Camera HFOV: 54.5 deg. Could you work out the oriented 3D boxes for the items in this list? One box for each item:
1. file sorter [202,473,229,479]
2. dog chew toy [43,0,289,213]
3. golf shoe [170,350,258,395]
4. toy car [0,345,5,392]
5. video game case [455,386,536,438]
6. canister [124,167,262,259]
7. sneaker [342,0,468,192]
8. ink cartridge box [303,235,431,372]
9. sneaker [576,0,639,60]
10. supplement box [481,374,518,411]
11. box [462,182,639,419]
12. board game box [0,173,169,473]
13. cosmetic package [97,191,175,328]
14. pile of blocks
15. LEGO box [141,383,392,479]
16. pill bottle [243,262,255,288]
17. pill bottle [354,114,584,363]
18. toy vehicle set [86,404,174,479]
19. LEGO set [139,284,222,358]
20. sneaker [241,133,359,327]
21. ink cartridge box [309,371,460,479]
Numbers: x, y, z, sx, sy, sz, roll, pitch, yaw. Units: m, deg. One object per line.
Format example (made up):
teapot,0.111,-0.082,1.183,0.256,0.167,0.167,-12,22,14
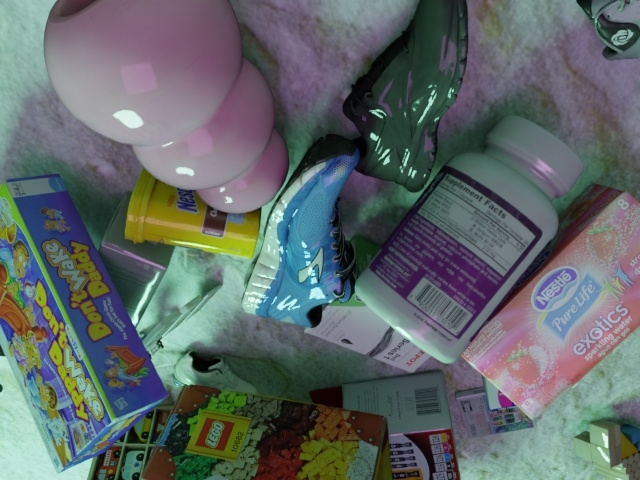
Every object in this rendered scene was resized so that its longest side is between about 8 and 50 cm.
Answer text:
file sorter,-0.178,0.504,0.943,0.193,0.173,0.278,38,134,-17
dog chew toy,-0.149,-0.154,0.719,0.207,0.206,0.331,-20,136,17
golf shoe,-0.189,0.262,1.169,0.176,0.069,0.086,22,122,-19
toy car,-0.605,0.184,1.050,0.149,0.155,0.188,-23,137,19
video game case,0.361,0.348,1.274,0.143,0.019,0.157,-14,129,12
canister,-0.170,-0.038,0.859,0.170,0.126,0.073,11,123,-10
sneaker,0.097,-0.183,0.752,0.130,0.109,0.286,11,129,-1
ink cartridge box,0.105,0.110,1.013,0.220,0.092,0.160,24,128,-19
sneaker,0.349,-0.291,0.667,0.132,0.086,0.228,-6,132,8
supplement box,0.326,0.181,1.065,0.111,0.113,0.220,-11,129,10
box,0.339,0.079,0.863,0.142,0.154,0.300,42,103,0
board game box,-0.364,0.117,0.861,0.078,0.347,0.233,-16,159,-47
cosmetic package,-0.302,0.059,0.948,0.107,0.127,0.238,26,125,-18
pile of blocks,0.662,0.480,1.352,0.362,0.149,0.113,49,159,-24
LEGO box,-0.060,0.509,1.173,0.373,0.193,0.499,5,135,15
pill bottle,-0.079,0.069,1.010,0.083,0.043,0.043,21,128,-17
pill bottle,0.195,-0.006,0.806,0.169,0.169,0.301,36,94,-27
toy vehicle set,-0.352,0.438,1.188,0.166,0.266,0.035,1,132,-2
LEGO set,-0.284,0.161,1.011,0.060,0.182,0.244,46,114,3
sneaker,0.000,0.000,0.859,0.147,0.129,0.329,23,132,2
ink cartridge box,0.137,0.422,1.266,0.272,0.130,0.309,-9,131,10
